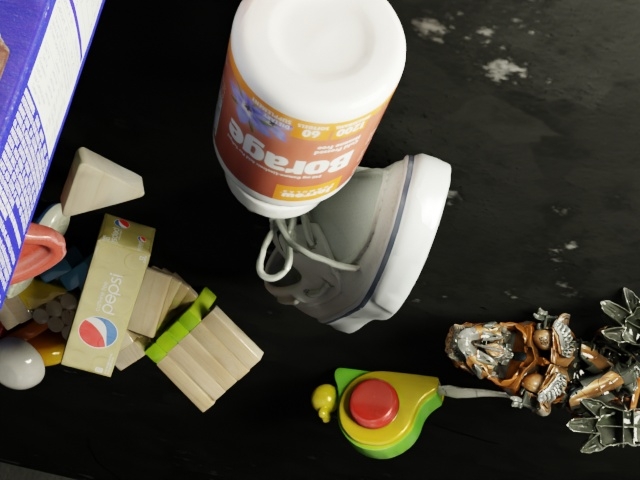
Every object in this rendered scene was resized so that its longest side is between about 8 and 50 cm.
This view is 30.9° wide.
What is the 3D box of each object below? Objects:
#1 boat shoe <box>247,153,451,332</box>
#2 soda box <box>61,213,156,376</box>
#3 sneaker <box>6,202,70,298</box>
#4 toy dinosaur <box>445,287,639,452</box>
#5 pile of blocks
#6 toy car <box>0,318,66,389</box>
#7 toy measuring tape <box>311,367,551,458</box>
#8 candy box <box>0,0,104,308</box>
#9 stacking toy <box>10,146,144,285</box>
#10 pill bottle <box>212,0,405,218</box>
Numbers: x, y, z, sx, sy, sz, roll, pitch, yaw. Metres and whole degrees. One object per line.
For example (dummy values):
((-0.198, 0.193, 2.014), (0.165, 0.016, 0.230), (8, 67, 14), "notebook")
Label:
((0.002, -0.008, 1.079), (0.157, 0.135, 0.367), (19, 166, -7), "boat shoe")
((-0.241, 0.064, 1.312), (0.061, 0.058, 0.181), (17, 121, -11), "soda box")
((-0.348, -0.008, 1.319), (0.084, 0.058, 0.152), (45, 129, 6), "sneaker")
((0.308, 0.144, 1.281), (0.322, 0.164, 0.218), (-4, 173, -7), "toy dinosaur")
((-0.238, 0.073, 1.426), (0.362, 0.149, 0.112), (22, -161, 0), "pile of blocks")
((-0.413, 0.104, 1.532), (0.182, 0.159, 0.136), (5, 121, 19), "toy car")
((0.141, 0.246, 1.575), (0.330, 0.121, 0.121), (5, 155, 18), "toy measuring tape")
((-0.275, -0.140, 0.664), (0.268, 0.317, 0.122), (13, 155, -2), "candy box")
((-0.354, -0.091, 1.143), (0.280, 0.130, 0.309), (-26, 146, 16), "stacking toy")
((-0.017, -0.099, 0.871), (0.121, 0.121, 0.216), (15, 156, -4), "pill bottle")
